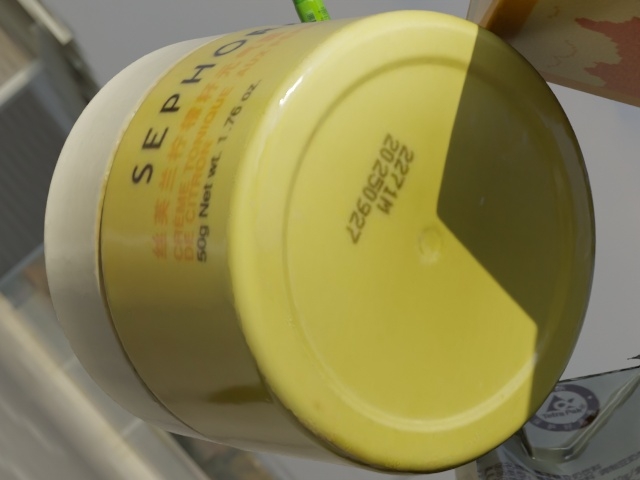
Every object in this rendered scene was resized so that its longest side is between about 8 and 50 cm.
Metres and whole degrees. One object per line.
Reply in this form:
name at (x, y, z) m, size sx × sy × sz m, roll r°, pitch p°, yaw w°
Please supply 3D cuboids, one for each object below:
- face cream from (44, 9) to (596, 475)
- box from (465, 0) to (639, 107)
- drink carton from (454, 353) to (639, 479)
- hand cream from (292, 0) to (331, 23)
face cream at (0.000, 0.000, 0.887) m, size 0.179 × 0.218 × 0.218 m, roll 1°, pitch -45°, yaw 54°
box at (0.216, -0.225, 0.838) m, size 0.214 × 0.283 × 0.259 m, roll 15°, pitch -16°, yaw -5°
drink carton at (0.155, 0.225, 0.882) m, size 0.324 × 0.132 × 0.194 m, roll -105°, pitch -175°, yaw -65°
hand cream at (0.008, -0.153, 1.441) m, size 0.023 × 0.036 × 0.122 m, roll -26°, pitch -90°, yaw 43°
